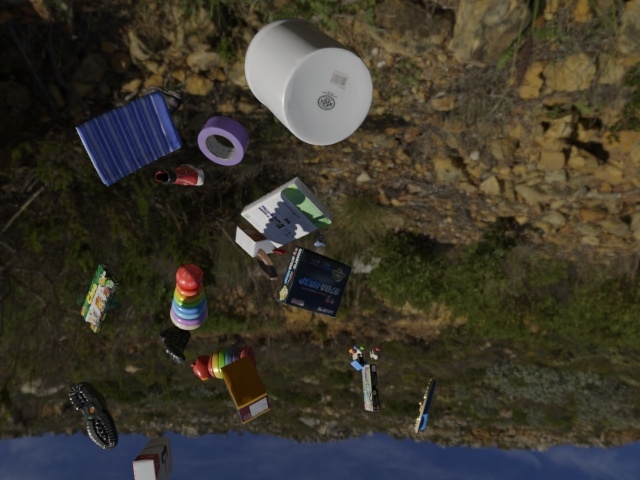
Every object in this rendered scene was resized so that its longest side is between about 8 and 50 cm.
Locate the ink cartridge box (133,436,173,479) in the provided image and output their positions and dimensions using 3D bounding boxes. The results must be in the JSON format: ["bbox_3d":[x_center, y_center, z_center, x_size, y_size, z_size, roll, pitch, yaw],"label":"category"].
[{"bbox_3d":[-0.562,0.763,1.618,0.072,0.127,0.175,-7,-178,-1],"label":"ink cartridge box"}]

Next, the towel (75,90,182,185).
[{"bbox_3d":[-0.679,-0.374,1.741,0.040,0.243,0.336,27,-128,36],"label":"towel"}]

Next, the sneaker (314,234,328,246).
[{"bbox_3d":[0.000,0.000,2.283,0.052,0.058,0.135,-6,176,10],"label":"sneaker"}]

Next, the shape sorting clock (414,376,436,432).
[{"bbox_3d":[0.375,0.587,1.714,0.040,0.206,0.206,14,-168,17],"label":"shape sorting clock"}]

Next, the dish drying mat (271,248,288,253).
[{"bbox_3d":[-0.154,0.041,1.811,0.032,0.008,0.083,-15,-169,-29],"label":"dish drying mat"}]

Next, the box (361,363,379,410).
[{"bbox_3d":[0.236,0.695,2.262,0.036,0.206,0.114,1,164,-15],"label":"box"}]

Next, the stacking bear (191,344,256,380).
[{"bbox_3d":[-0.473,0.602,2.310,0.289,0.164,0.175,-8,164,6],"label":"stacking bear"}]

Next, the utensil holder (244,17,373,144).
[{"bbox_3d":[-0.045,-0.526,1.585,0.328,0.327,0.385,0,-147,-26],"label":"utensil holder"}]

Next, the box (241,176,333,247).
[{"bbox_3d":[-0.139,-0.107,1.978,0.322,0.232,0.058,-23,-146,37],"label":"box"}]

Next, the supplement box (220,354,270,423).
[{"bbox_3d":[-0.313,0.622,1.996,0.129,0.194,0.191,-23,-126,-19],"label":"supplement box"}]

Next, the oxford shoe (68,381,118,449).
[{"bbox_3d":[-0.689,0.541,1.494,0.083,0.227,0.096,-27,176,-5],"label":"oxford shoe"}]

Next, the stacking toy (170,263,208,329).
[{"bbox_3d":[-0.469,0.194,1.726,0.141,0.330,0.141,9,-126,-12],"label":"stacking toy"}]

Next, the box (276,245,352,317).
[{"bbox_3d":[-0.015,0.129,1.463,0.220,0.175,0.051,24,174,-42],"label":"box"}]

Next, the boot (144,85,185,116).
[{"bbox_3d":[-0.773,-0.602,2.236,0.263,0.229,0.091,14,159,28],"label":"boot"}]

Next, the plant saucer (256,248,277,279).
[{"bbox_3d":[-0.255,0.118,2.232,0.029,0.168,0.168,-29,-156,-21],"label":"plant saucer"}]

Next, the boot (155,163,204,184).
[{"bbox_3d":[-0.612,-0.273,1.989,0.176,0.088,0.244,-5,-168,-34],"label":"boot"}]

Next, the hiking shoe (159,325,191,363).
[{"bbox_3d":[-0.592,0.418,1.990,0.114,0.086,0.227,-33,-143,-17],"label":"hiking shoe"}]

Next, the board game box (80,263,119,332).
[{"bbox_3d":[-0.916,0.240,1.980,0.136,0.259,0.030,39,-159,30],"label":"board game box"}]

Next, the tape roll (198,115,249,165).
[{"bbox_3d":[-0.385,-0.396,1.906,0.189,0.189,0.080,7,-129,11],"label":"tape roll"}]

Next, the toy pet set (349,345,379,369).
[{"bbox_3d":[0.169,0.483,1.952,0.122,0.065,0.114,9,147,-25],"label":"toy pet set"}]

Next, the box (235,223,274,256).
[{"bbox_3d":[-0.327,-0.006,2.409,0.130,0.091,0.170,-13,-143,-38],"label":"box"}]
